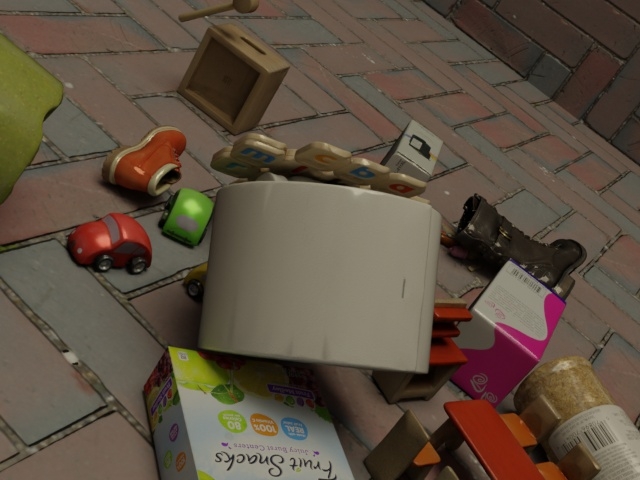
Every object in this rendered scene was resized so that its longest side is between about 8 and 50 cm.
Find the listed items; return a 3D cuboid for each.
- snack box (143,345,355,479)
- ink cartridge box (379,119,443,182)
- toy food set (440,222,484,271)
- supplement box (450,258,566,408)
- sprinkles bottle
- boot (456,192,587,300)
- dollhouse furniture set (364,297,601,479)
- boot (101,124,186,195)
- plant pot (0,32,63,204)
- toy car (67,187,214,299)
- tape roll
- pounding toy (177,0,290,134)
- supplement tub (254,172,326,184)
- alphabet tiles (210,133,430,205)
[{"bbox_3d":[-0.063,0.207,0.823,0.174,0.070,0.207,14,35,-33],"label":"snack box"},{"bbox_3d":[0.136,-0.113,1.474,0.072,0.127,0.175,35,29,-3],"label":"ink cartridge box"},{"bbox_3d":[0.234,0.002,1.507,0.122,0.019,0.078,45,30,20],"label":"toy food set"},{"bbox_3d":[0.258,0.129,1.235,0.111,0.114,0.220,40,27,10],"label":"supplement box"},{"bbox_3d":[0.373,0.307,1.062,0.121,0.121,0.355,12,34,-34],"label":"sprinkles bottle"},{"bbox_3d":[0.352,-0.002,1.537,0.229,0.091,0.263,42,30,1],"label":"boot"},{"bbox_3d":[0.178,0.205,1.005,0.262,0.135,0.259,5,39,-42],"label":"dollhouse furniture set"},{"bbox_3d":[-0.210,-0.103,1.152,0.084,0.059,0.158,21,33,15],"label":"boot"},{"bbox_3d":[-0.410,-0.150,0.857,0.254,0.276,0.276,32,26,-27],"label":"plant pot"},{"bbox_3d":[-0.171,-0.009,1.067,0.239,0.053,0.225,26,29,-14],"label":"toy car"},{"bbox_3d":[0.000,0.046,0.913,0.246,0.169,0.246,7,-8,1],"label":"tape roll"},{"bbox_3d":[-0.143,-0.314,1.414,0.181,0.206,0.094,38,28,8],"label":"pounding toy"},{"bbox_3d":[0.000,0.000,1.134,0.199,0.144,0.144,19,31,-25],"label":"supplement tub"},{"bbox_3d":[0.001,-0.076,1.176,0.284,0.278,0.021,19,73,-25],"label":"alphabet tiles"}]
